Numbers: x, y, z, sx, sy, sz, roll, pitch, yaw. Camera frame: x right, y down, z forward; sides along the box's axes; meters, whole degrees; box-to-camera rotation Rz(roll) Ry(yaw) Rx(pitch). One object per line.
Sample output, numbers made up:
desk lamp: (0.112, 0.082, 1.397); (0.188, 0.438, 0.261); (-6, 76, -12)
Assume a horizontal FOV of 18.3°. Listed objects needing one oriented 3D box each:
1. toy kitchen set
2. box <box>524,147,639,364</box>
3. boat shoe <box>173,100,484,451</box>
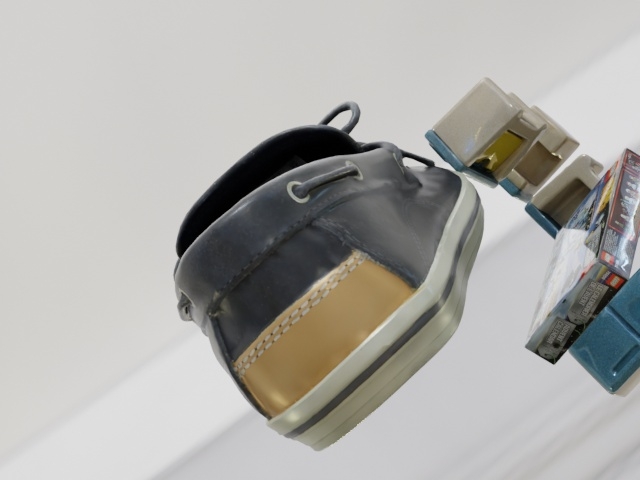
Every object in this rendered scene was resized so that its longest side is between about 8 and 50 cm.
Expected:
toy kitchen set: (0.175, 0.000, 1.486); (0.122, 0.207, 0.166); (-49, -23, 11)
box: (0.184, 0.010, 1.353); (0.027, 0.137, 0.094); (30, -50, -5)
boat shoe: (0.000, 0.000, 1.327); (0.187, 0.156, 0.500); (-44, 4, 9)
